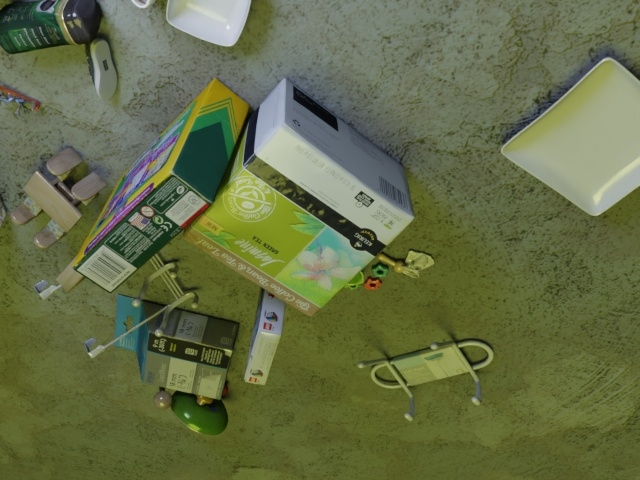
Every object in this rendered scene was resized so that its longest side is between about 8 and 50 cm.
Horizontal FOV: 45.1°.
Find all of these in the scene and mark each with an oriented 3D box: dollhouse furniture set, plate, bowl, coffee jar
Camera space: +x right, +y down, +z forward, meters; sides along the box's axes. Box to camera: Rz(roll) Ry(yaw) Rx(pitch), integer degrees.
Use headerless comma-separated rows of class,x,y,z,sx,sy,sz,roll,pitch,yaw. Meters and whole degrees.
dollhouse furniture set,-0.572,-0.037,1.711,0.242,0.161,0.212,47,127,-7
plate,0.544,-0.199,1.500,0.278,0.045,0.277,30,130,-19
bowl,-0.195,-0.434,1.385,0.142,0.053,0.142,20,134,-9
coffee jar,-0.504,-0.404,1.434,0.184,0.096,0.079,-4,136,14

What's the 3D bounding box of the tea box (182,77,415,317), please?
tea box,-0.045,-0.080,1.552,0.329,0.220,0.323,33,119,-21

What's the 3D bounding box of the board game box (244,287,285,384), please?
board game box,-0.114,0.149,1.762,0.053,0.305,0.193,13,135,-6

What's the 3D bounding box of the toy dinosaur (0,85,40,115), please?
toy dinosaur,-0.630,-0.294,1.603,0.082,0.047,0.090,-9,124,-8

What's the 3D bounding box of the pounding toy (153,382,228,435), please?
pounding toy,-0.350,0.445,2.211,0.236,0.183,0.110,30,106,-14

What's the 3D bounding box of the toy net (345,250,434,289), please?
toy net,0.157,0.082,1.835,0.232,0.045,0.122,-6,132,14

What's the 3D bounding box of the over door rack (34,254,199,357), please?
over door rack,-0.491,0.147,1.885,0.324,0.108,0.240,-26,124,1

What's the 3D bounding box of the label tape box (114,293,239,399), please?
label tape box,-0.407,0.295,2.093,0.333,0.106,0.241,14,134,-4

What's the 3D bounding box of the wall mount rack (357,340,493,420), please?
wall mount rack,0.265,0.339,2.009,0.350,0.130,0.304,-20,128,25

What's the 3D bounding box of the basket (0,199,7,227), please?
basket,-0.902,-0.065,1.670,0.266,0.328,0.331,2,134,5

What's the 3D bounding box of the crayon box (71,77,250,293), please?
crayon box,-0.314,-0.108,1.538,0.106,0.313,0.363,38,129,-21

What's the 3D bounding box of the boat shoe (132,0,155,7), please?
boat shoe,-0.340,-0.522,1.291,0.098,0.096,0.277,-11,131,20

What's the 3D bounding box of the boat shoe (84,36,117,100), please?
boat shoe,-0.436,-0.342,1.524,0.040,0.049,0.142,34,142,23
